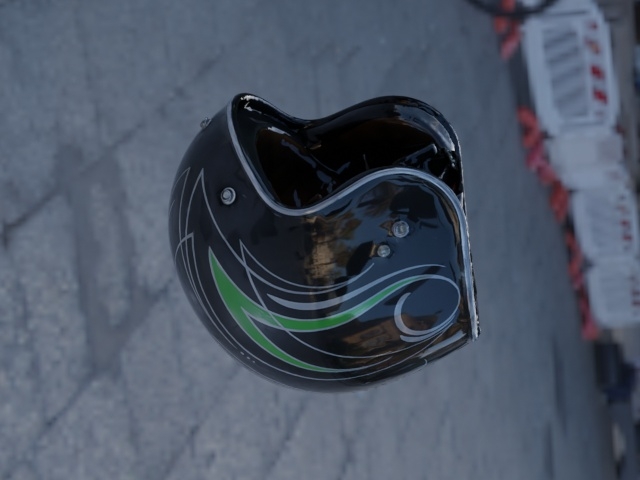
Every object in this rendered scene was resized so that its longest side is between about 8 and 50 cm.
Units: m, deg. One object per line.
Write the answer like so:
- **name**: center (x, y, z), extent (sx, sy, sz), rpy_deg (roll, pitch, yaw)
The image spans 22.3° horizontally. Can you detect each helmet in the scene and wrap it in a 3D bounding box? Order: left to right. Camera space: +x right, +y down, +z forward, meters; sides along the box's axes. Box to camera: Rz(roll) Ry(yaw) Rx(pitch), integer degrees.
- **helmet**: center (0.000, 0.000, 0.880), extent (0.169, 0.161, 0.169), rpy_deg (-7, 90, -84)
